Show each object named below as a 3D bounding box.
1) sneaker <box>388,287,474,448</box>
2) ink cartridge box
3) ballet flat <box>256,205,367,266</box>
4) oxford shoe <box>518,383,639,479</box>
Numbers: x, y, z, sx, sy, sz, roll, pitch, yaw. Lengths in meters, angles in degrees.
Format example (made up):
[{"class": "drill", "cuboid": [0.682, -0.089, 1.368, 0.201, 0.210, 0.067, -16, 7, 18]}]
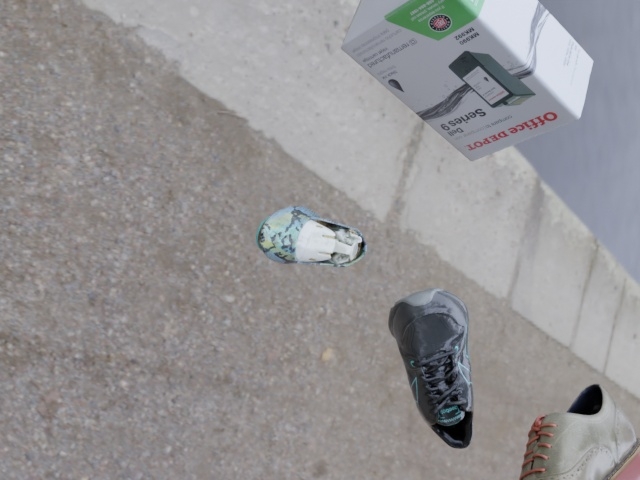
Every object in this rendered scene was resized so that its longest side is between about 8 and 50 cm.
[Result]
[{"class": "sneaker", "cuboid": [0.156, 0.163, 0.996, 0.267, 0.101, 0.106, 67, 7, -46]}, {"class": "ink cartridge box", "cuboid": [0.210, -0.263, 1.123, 0.289, 0.211, 0.122, 35, 59, -25]}, {"class": "ballet flat", "cuboid": [0.000, 0.000, 0.906, 0.188, 0.070, 0.070, 1, 97, -62]}, {"class": "oxford shoe", "cuboid": [0.266, 0.279, 0.938, 0.348, 0.123, 0.130, -19, 81, -47]}]
